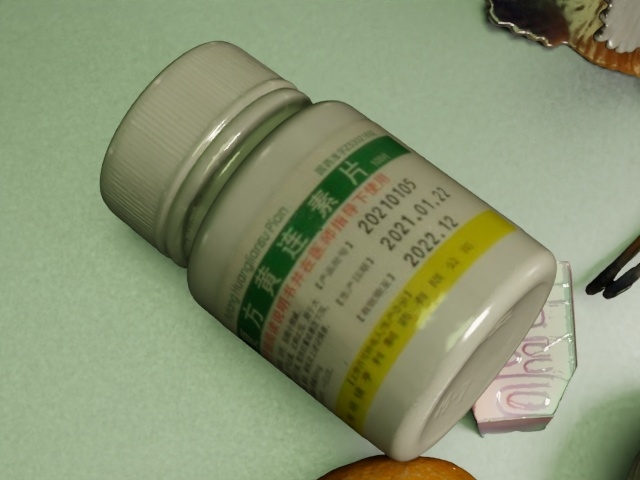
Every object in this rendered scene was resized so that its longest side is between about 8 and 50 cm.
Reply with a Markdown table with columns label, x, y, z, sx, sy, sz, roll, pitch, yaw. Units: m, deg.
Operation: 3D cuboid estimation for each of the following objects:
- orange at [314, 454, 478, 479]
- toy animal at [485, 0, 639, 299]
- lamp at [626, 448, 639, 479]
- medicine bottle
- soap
| label | x | y | z | sx | sy | sz | roll | pitch | yaw |
| --- | --- | --- | --- | --- | --- | --- | --- | --- | --- |
| orange | 0.056 | 0.280 | 1.289 | 0.224 | 0.170 | 0.224 | -12 | 44 | 12 |
| toy animal | 0.331 | -0.135 | 1.394 | 0.302 | 0.225 | 0.284 | -22 | 102 | -17 |
| lamp | 0.360 | 0.246 | 1.280 | 0.233 | 0.233 | 0.265 | 2 | 84 | -2 |
| medicine bottle | 0.000 | 0.000 | 1.296 | 0.340 | 0.208 | 0.208 | 37 | 82 | 16 |
| soap | 0.170 | 0.095 | 1.384 | 0.100 | 0.056 | 0.149 | -1 | 81 | 0 |
